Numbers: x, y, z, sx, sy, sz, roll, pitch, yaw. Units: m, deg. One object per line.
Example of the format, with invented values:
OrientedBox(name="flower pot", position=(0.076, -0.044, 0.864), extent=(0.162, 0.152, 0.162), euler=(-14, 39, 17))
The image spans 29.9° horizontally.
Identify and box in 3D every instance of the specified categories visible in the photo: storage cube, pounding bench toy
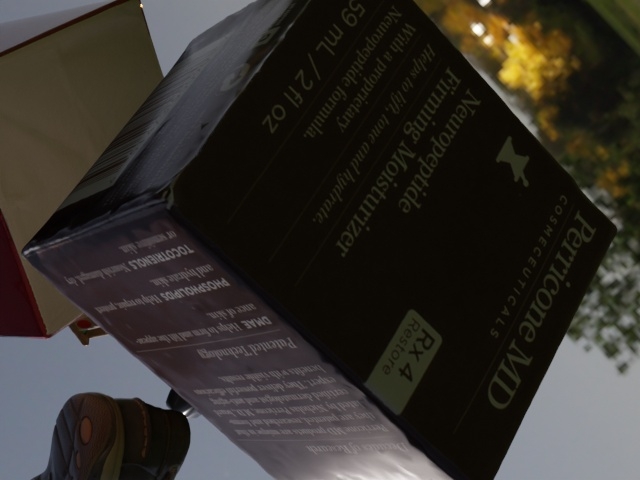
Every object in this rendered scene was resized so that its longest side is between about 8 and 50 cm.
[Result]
OrientedBox(name="storage cube", position=(-0.223, -0.054, 0.864), extent=(0.215, 0.193, 0.184), euler=(-38, -63, -45))
OrientedBox(name="pounding bench toy", position=(-0.213, 0.074, 1.184), extent=(0.083, 0.065, 0.052), euler=(67, -167, -49))

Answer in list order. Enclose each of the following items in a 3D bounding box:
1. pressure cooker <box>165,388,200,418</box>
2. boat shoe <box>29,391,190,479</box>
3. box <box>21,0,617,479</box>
OrientedBox(name="pressure cooker", position=(-0.001, 0.060, 1.418), extent=(0.420, 0.376, 0.370), euler=(32, -135, 26))
OrientedBox(name="boat shoe", position=(-0.221, 0.280, 1.211), extent=(0.130, 0.355, 0.132), euler=(5, -128, -25))
OrientedBox(name="box", position=(0.000, 0.000, 0.597), extent=(0.203, 0.168, 0.167), euler=(44, 150, -20))
